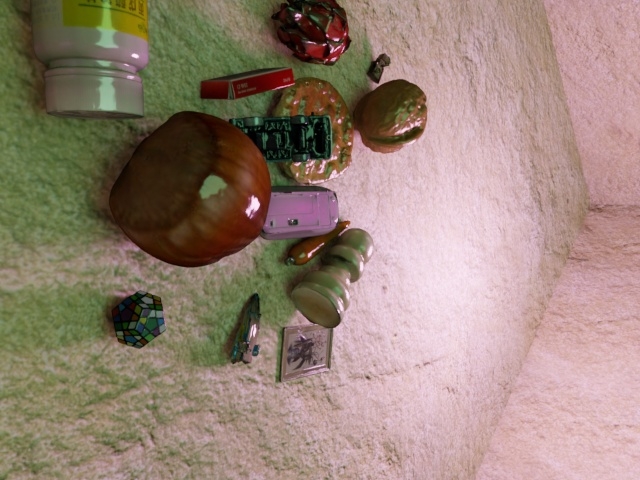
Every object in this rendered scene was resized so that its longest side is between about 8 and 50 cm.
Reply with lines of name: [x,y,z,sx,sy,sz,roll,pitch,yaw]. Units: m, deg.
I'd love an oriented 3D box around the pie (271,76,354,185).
pie: [-0.023,-0.324,1.632,0.340,0.083,0.339,-9,102,-44]

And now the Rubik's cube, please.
Rubik's cube: [-0.415,0.181,1.251,0.133,0.133,0.111,52,33,-37]

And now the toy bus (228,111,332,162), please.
toy bus: [-0.108,-0.268,1.432,0.256,0.147,0.128,-6,105,-15]

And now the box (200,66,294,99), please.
box: [-0.188,-0.407,1.412,0.229,0.123,0.050,-29,120,-42]

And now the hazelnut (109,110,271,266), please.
hazelnut: [-0.275,-0.102,1.223,0.373,0.315,0.372,-18,128,-26]

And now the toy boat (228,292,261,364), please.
toy boat: [-0.200,0.247,1.531,0.084,0.066,0.210,43,52,-54]

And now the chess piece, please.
chess piece: [0.062,0.096,1.718,0.330,0.182,0.182,-54,130,-35]

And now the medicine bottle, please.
medicine bottle: [-0.447,-0.436,1.066,0.214,0.214,0.378,-8,101,-46]

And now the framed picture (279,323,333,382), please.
framed picture: [-0.040,0.351,1.745,0.231,0.010,0.172,0,95,-47]

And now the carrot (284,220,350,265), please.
carrot: [0.000,0.000,1.707,0.336,0.069,0.069,-34,119,-42]

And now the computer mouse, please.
computer mouse: [-0.072,-0.085,1.606,0.310,0.072,0.158,-6,92,-41]

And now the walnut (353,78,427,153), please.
walnut: [0.227,-0.404,1.786,0.257,0.257,0.224,-53,166,-28]

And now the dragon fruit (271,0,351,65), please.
dragon fruit: [-0.022,-0.589,1.503,0.192,0.193,0.274,60,12,20]

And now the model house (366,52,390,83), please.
model house: [0.203,-0.584,1.853,0.058,0.057,0.083,35,68,-38]
